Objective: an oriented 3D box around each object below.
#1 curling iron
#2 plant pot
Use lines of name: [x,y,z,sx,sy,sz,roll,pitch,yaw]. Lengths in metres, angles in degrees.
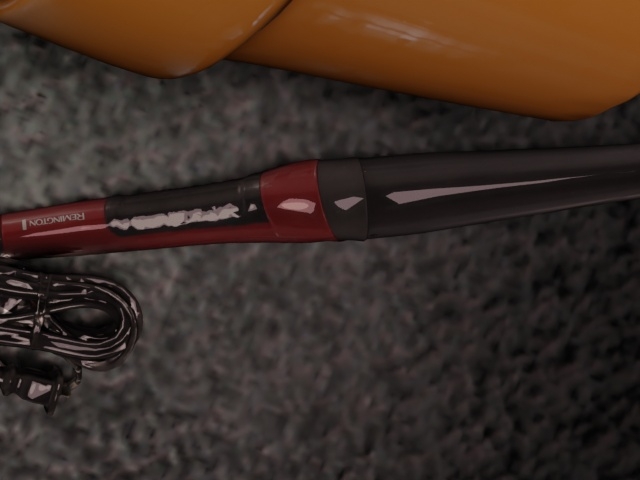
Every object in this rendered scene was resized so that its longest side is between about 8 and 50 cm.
curling iron: [0.000,0.000,0.525,0.274,0.035,0.068,-14,101,-8]
plant pot: [0.023,-0.128,0.449,0.188,0.205,0.205,20,91,-27]
